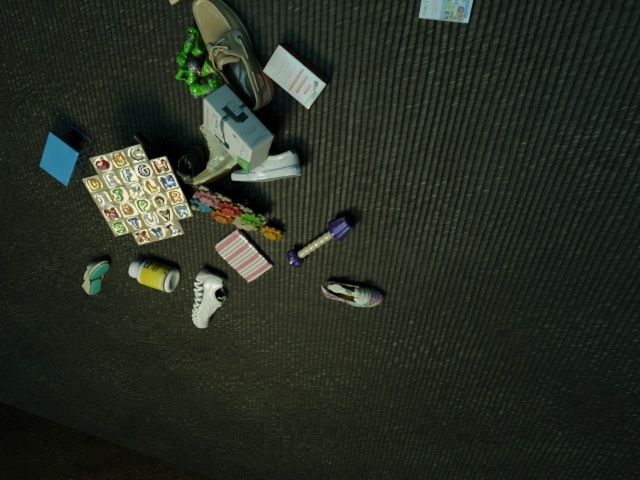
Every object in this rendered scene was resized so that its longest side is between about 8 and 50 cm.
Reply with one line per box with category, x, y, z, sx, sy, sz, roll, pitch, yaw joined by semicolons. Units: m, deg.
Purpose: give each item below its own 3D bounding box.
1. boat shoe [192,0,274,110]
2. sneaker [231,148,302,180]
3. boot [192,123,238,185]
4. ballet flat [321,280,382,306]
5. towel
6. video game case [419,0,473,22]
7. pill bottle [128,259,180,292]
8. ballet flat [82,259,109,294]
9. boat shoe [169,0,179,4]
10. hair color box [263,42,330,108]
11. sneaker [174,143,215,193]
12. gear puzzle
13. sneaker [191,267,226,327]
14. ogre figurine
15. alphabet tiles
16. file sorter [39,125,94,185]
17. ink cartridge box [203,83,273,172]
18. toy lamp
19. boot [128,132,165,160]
boat shoe;-0.252;-0.529;1.323;0.121;0.110;0.341;-24;110;31
sneaker;-0.173;-0.239;1.503;0.258;0.094;0.091;-4;91;25
boot;-0.343;-0.284;1.490;0.213;0.077;0.165;-31;93;8
ballet flat;0.105;0.186;1.653;0.221;0.077;0.079;10;166;18
towel;-0.285;0.057;1.755;0.144;0.029;0.197;-33;108;33
video game case;0.308;-0.584;1.145;0.122;0.011;0.087;13;123;13
pill bottle;-0.672;0.137;1.897;0.184;0.103;0.103;16;125;10
ballet flat;-0.984;0.144;2.036;0.086;0.086;0.248;36;127;-4
boat shoe;-0.362;-0.707;1.281;0.170;0.063;0.059;-16;120;28
hair color box;-0.067;-0.466;1.330;0.167;0.053;0.093;40;124;-5
sneaker;-0.428;-0.196;1.586;0.087;0.130;0.227;8;125;17
gear puzzle;-0.284;-0.070;1.606;0.339;0.044;0.175;27;153;-21
sneaker;-0.446;0.248;1.890;0.118;0.110;0.292;14;125;1
ogre figurine;-0.364;-0.512;1.381;0.118;0.097;0.197;-25;106;37
alphabet tiles;-0.595;-0.141;1.544;0.285;0.011;0.342;-14;123;4
file sorter;-0.916;-0.311;1.705;0.118;0.104;0.170;38;126;-6
ink cartridge box;-0.245;-0.323;1.371;0.208;0.087;0.153;48;159;5
toy lamp;0.000;0.000;1.584;0.275;0.080;0.080;-32;106;34
boot;-0.602;-0.338;1.620;0.114;0.037;0.106;45;122;-5
